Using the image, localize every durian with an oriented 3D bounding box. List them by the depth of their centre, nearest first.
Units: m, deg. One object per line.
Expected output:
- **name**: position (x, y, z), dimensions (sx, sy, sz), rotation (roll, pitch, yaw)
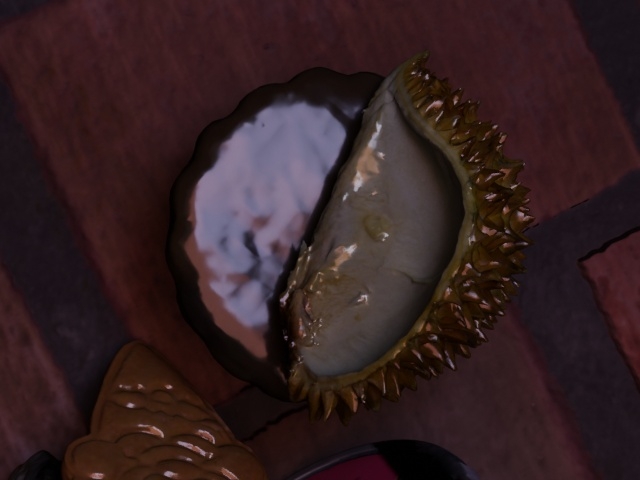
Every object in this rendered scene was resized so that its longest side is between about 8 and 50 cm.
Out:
- **durian**: position (0.062, 0.007, 1.128), dimensions (0.139, 0.144, 0.252), rotation (23, 88, 24)

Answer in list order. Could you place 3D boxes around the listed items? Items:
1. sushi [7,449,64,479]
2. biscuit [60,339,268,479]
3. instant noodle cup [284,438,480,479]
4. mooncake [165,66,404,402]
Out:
- **sushi**: position (-0.206, 0.258, 1.177), dimensions (0.127, 0.124, 0.225), rotation (38, 79, -11)
- **biscuit**: position (-0.099, 0.160, 1.158), dimensions (0.162, 0.250, 0.035), rotation (9, 130, -30)
- **instant noodle cup**: position (0.036, 0.285, 1.181), dimensions (0.181, 0.302, 0.258), rotation (54, 49, -22)
- **mooncake**: position (0.000, 0.000, 1.212), dimensions (0.228, 0.124, 0.228), rotation (1, 87, -12)
